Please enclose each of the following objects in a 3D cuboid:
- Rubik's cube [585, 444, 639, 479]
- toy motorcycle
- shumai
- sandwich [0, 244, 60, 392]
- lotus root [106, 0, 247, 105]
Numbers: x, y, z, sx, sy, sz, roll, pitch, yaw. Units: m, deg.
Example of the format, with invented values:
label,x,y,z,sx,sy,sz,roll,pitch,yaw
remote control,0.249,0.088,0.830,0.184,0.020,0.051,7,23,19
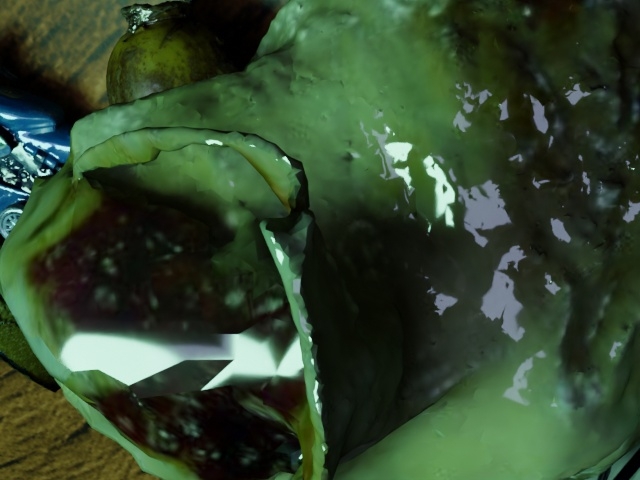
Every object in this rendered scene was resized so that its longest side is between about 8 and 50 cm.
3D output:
label,x,y,z,sx,sy,sz,roll,pitch,yaw
Rubik's cube,0.327,0.184,0.711,0.305,0.304,0.301,31,128,4
toy motorcycle,-0.233,-0.077,0.960,0.254,0.092,0.136,18,117,4
shumai,0.000,0.000,0.674,0.395,0.348,0.395,29,125,52
sandwich,-0.299,0.047,1.056,0.235,0.079,0.159,43,165,-27
lotus root,-0.088,-0.078,0.865,0.120,0.120,0.209,-14,110,32
